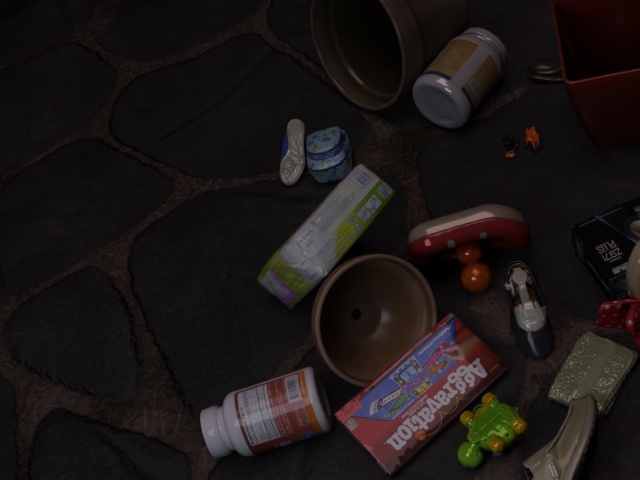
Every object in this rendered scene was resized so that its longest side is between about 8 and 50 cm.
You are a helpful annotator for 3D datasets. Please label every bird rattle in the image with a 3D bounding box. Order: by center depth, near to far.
[{"bbox_3d":[0.576,0.058,1.607,0.253,0.207,0.143,-15,27,-4],"label":"bird rattle"}]

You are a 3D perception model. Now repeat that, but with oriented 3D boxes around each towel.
[{"bbox_3d":[0.457,0.224,1.614,0.110,0.027,0.148,19,59,36],"label":"towel"}]

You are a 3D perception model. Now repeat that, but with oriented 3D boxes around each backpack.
[{"bbox_3d":[0.016,-0.190,2.132,0.105,0.084,0.114,-14,49,14],"label":"backpack"}]

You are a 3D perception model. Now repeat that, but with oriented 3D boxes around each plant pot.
[{"bbox_3d":[0.083,0.140,1.741,0.237,0.237,0.110,-41,16,-16],"label":"plant pot"},{"bbox_3d":[0.618,-0.336,1.910,0.267,0.236,0.267,-9,48,15],"label":"plant pot"},{"bbox_3d":[0.182,-0.498,2.224,0.280,0.323,0.323,-29,43,-29],"label":"plant pot"}]

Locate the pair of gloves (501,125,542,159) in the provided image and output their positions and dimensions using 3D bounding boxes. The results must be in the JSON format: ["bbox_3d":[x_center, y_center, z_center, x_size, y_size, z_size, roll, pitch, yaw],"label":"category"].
[{"bbox_3d":[0.424,-0.205,2.029,0.083,0.010,0.074,-15,47,13],"label":"pair of gloves"}]

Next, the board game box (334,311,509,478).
[{"bbox_3d":[0.176,0.264,1.665,0.281,0.027,0.145,-39,66,-15],"label":"board game box"}]

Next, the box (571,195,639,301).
[{"bbox_3d":[0.567,0.009,1.728,0.180,0.077,0.147,-23,46,1],"label":"box"}]

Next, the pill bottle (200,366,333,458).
[{"bbox_3d":[-0.095,0.310,1.698,0.216,0.121,0.121,-19,45,6],"label":"pill bottle"}]

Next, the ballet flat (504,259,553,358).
[{"bbox_3d":[0.367,0.115,1.720,0.074,0.074,0.203,-13,46,11],"label":"ballet flat"}]

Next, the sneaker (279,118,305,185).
[{"bbox_3d":[-0.065,-0.195,2.196,0.058,0.084,0.152,4,82,-5],"label":"sneaker"}]

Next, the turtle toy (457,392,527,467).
[{"bbox_3d":[0.276,0.318,1.575,0.130,0.066,0.095,-37,45,-12],"label":"turtle toy"}]

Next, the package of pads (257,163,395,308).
[{"bbox_3d":[0.000,0.000,1.836,0.101,0.296,0.229,41,67,0],"label":"package of pads"}]

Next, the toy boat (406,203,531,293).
[{"bbox_3d":[0.285,0.026,1.810,0.231,0.151,0.151,-16,76,9],"label":"toy boat"}]

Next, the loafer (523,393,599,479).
[{"bbox_3d":[0.363,0.350,1.485,0.092,0.102,0.268,12,57,26],"label":"loafer"}]

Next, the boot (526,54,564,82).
[{"bbox_3d":[0.555,-0.414,2.097,0.219,0.106,0.082,-7,47,16],"label":"boot"}]

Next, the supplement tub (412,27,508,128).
[{"bbox_3d":[0.311,-0.360,2.122,0.144,0.144,0.200,22,60,36],"label":"supplement tub"}]
